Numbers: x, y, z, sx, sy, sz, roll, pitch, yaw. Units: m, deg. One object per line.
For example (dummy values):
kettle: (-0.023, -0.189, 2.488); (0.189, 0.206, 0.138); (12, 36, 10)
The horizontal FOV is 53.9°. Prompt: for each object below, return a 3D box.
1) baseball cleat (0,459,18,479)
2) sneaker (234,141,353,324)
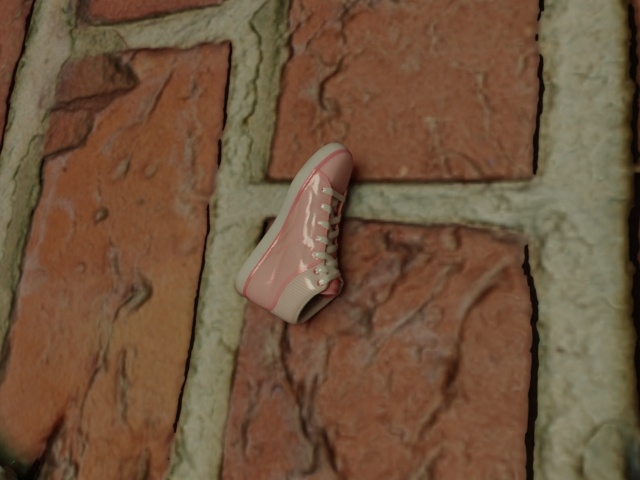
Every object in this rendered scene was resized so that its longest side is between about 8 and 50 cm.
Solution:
baseball cleat: (-0.337, 0.193, 0.525); (0.206, 0.072, 0.109); (25, 56, 28)
sneaker: (0.000, 0.000, 0.454); (0.070, 0.051, 0.134); (35, 95, 26)
